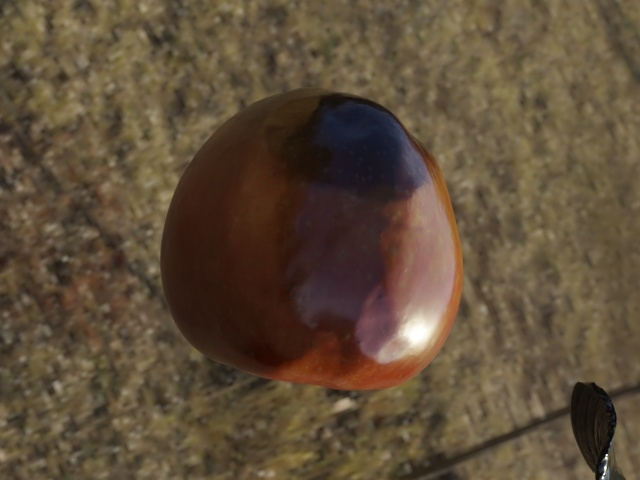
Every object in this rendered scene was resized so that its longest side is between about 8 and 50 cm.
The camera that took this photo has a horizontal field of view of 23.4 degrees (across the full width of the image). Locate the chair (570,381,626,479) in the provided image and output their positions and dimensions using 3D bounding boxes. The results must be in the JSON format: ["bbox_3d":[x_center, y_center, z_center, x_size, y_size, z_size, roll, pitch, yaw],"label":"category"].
[{"bbox_3d":[0.203,0.249,1.305,0.140,0.145,0.221,-95,169,-68],"label":"chair"}]

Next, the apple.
[{"bbox_3d":[0.000,0.000,1.126,0.230,0.230,0.230,37,40,-39],"label":"apple"}]
